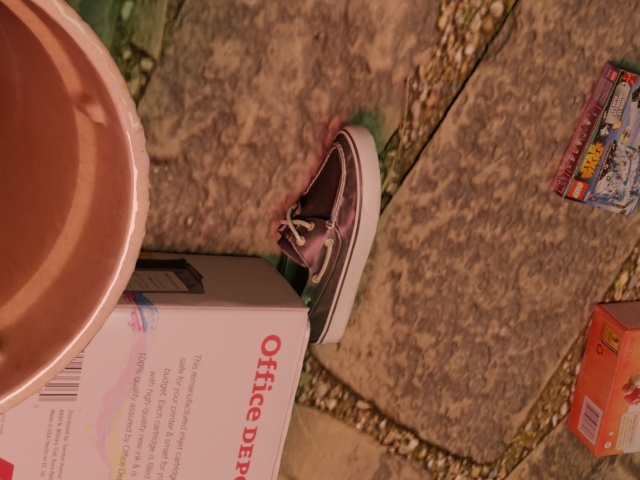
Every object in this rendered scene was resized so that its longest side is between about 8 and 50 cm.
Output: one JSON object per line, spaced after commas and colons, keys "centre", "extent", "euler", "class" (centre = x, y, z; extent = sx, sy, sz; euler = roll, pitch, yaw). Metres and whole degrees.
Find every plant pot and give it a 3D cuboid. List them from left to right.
{"centre": [-0.313, -0.081, 0.890], "extent": [0.333, 0.305, 0.334], "euler": [-10, 119, -18], "class": "plant pot"}

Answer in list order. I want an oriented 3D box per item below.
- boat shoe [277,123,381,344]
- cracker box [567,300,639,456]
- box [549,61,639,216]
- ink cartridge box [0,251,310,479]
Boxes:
{"centre": [0.000, 0.000, 1.203], "extent": [0.070, 0.078, 0.219], "euler": [0, 116, -25], "class": "boat shoe"}
{"centre": [0.395, 0.143, 1.452], "extent": [0.232, 0.067, 0.156], "euler": [-3, 117, -23], "class": "cracker box"}
{"centre": [0.293, -0.097, 1.311], "extent": [0.094, 0.027, 0.137], "euler": [13, 109, -30], "class": "box"}
{"centre": [-0.188, 0.128, 1.155], "extent": [0.306, 0.131, 0.226], "euler": [3, 113, -26], "class": "ink cartridge box"}
